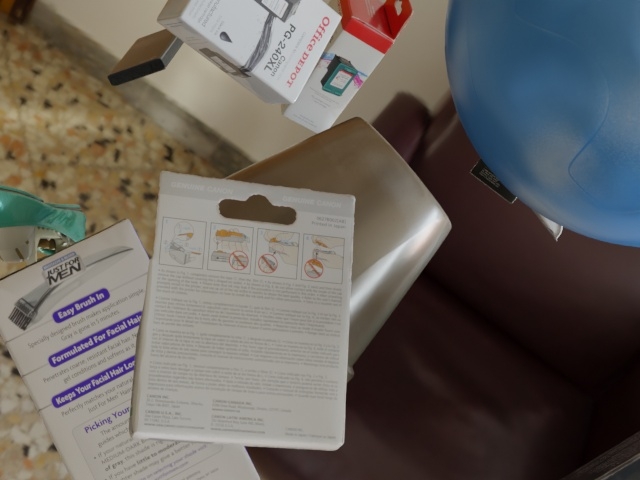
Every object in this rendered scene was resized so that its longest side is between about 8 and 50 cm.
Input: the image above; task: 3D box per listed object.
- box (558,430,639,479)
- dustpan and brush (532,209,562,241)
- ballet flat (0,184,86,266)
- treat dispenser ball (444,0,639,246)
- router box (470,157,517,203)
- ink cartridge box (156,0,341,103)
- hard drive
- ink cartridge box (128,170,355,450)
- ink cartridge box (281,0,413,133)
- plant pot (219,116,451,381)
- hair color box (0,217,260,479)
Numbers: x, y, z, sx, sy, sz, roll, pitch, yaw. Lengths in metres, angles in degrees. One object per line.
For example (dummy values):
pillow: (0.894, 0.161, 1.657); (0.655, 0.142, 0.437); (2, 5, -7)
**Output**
box: (0.485, 0.397, 1.366); (0.212, 0.395, 0.293); (-31, 76, -3)
dustpan and brush: (0.243, -0.118, 1.272); (0.211, 0.060, 0.147); (52, 10, -27)
ballet flat: (-0.357, -0.012, 1.272); (0.247, 0.083, 0.087); (18, 64, -73)
treat dispenser ball: (0.228, -0.138, 0.705); (0.288, 0.288, 0.288); (21, 45, -22)
router box: (0.355, -0.187, 1.604); (0.081, 0.243, 0.309); (38, 16, 9)
ink cartridge box: (-0.067, -0.220, 1.036); (0.150, 0.063, 0.109); (34, 78, -30)
hard drive: (-0.257, -0.282, 1.580); (0.135, 0.094, 0.022); (-72, 143, -54)
ink cartridge box: (-0.065, 0.064, 0.904); (0.181, 0.056, 0.224); (7, 74, -15)
ink cartridge box: (0.033, -0.284, 1.525); (0.078, 0.231, 0.134); (26, 30, -22)
plant pot: (0.000, 0.000, 1.333); (0.323, 0.280, 0.323); (49, 0, 0)
hair color box: (-0.225, 0.168, 1.193); (0.185, 0.110, 0.338); (-26, 86, -10)
